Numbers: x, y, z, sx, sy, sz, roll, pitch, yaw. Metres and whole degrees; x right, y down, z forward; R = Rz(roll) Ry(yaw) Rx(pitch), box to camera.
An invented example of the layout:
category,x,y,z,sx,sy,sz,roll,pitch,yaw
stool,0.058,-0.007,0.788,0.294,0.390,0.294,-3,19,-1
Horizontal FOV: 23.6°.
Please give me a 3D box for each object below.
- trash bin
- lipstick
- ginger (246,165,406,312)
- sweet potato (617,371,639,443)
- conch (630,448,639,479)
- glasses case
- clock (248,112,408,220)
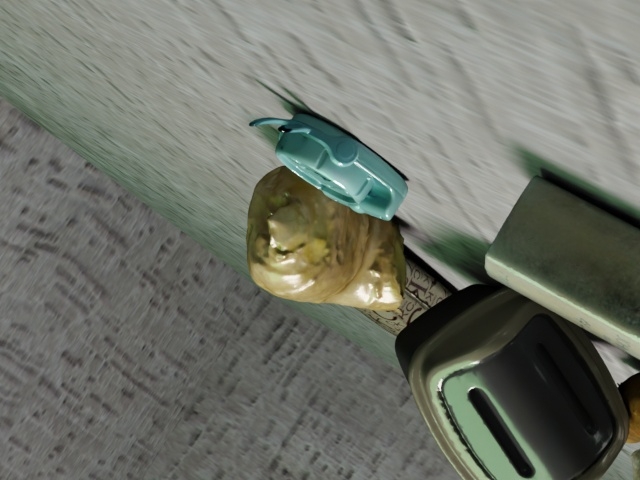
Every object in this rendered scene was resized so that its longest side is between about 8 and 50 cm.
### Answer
category,x,y,z,sx,sy,sz,roll,pitch,yaw
trash bin,0.188,0.152,1.568,0.209,0.182,0.290,55,177,-7
lipstick,0.238,0.049,1.038,0.253,0.077,0.079,30,174,19
ginger,0.000,0.000,1.598,0.152,0.138,0.267,9,174,38
sweet potato,0.341,0.163,1.526,0.077,0.077,0.244,32,165,-2
conch,0.382,0.202,1.246,0.291,0.159,0.210,-12,-147,-35
glasses case,0.088,0.062,1.869,0.137,0.085,0.354,28,173,41
clock,0.003,-0.076,1.372,0.147,0.045,0.108,36,171,-37
